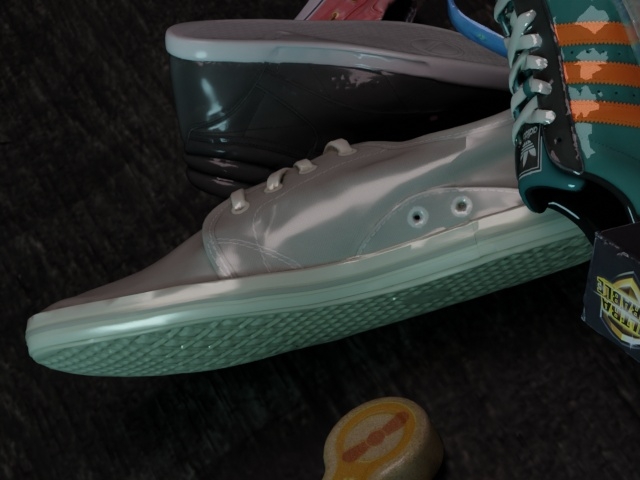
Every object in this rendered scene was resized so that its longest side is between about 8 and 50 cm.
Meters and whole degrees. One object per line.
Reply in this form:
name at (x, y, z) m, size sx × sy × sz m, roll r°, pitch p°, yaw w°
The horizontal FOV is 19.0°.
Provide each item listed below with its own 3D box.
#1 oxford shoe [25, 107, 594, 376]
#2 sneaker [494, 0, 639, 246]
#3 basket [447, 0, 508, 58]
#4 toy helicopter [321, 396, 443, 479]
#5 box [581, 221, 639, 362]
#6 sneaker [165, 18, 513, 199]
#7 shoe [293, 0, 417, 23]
oxford shoe at (0.000, 0.000, 1.392) m, size 0.449 × 0.169 × 0.130 m, roll -17°, pitch 77°, yaw 5°
sneaker at (0.170, -0.092, 1.265) m, size 0.121 × 0.108 × 0.302 m, roll -28°, pitch 83°, yaw -13°
basket at (0.269, -0.206, 1.389) m, size 0.254 × 0.201 × 0.289 m, roll 36°, pitch 71°, yaw 16°
toy helicopter at (-0.031, 0.244, 1.279) m, size 0.235 × 0.140 × 0.355 m, roll 1°, pitch 44°, yaw 38°
box at (0.358, 0.056, 1.125) m, size 0.295 × 0.073 × 0.293 m, roll -12°, pitch 31°, yaw -31°
sneaker at (0.022, -0.094, 1.523) m, size 0.295 × 0.147 × 0.104 m, roll 1°, pitch 20°, yaw -8°
shoe at (0.009, -0.150, 1.587) m, size 0.081 × 0.063 × 0.178 m, roll 13°, pitch 58°, yaw 37°
